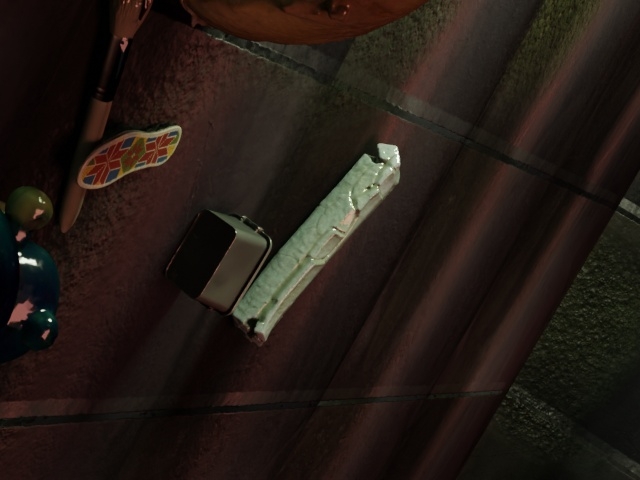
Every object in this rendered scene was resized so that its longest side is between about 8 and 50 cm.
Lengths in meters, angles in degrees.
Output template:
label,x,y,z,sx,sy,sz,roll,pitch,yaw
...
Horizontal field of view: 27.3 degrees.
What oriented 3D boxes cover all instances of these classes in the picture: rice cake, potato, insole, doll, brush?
label,x,y,z,sx,sy,sz,roll,pitch,yaw
rice cake,0.000,0.000,1.815,0.336,0.063,0.066,-52,163,-14
potato,0.039,-0.242,1.270,0.211,0.264,0.189,-61,146,-10
insole,-0.196,-0.089,1.376,0.065,0.006,0.193,-62,165,21
doll,-0.330,0.032,1.113,0.198,0.186,0.322,-61,158,9
brush,-0.215,-0.129,1.296,0.039,0.042,0.299,-94,-159,-60

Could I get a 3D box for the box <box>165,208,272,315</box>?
label,x,y,z,sx,sy,sz,roll,pitch,yaw
box,-0.127,0.023,1.593,0.069,0.084,0.122,24,97,-55
